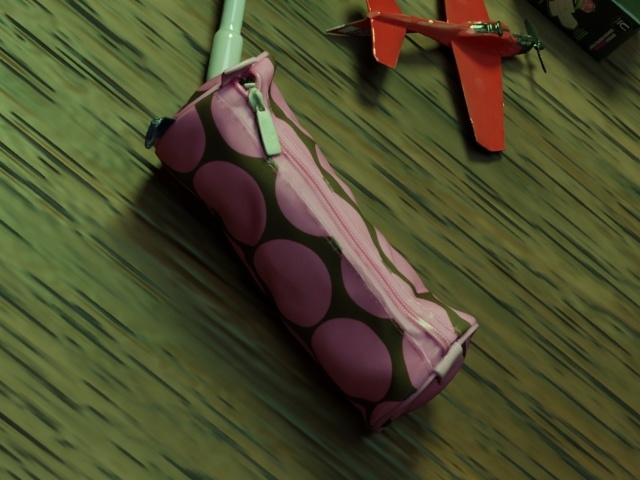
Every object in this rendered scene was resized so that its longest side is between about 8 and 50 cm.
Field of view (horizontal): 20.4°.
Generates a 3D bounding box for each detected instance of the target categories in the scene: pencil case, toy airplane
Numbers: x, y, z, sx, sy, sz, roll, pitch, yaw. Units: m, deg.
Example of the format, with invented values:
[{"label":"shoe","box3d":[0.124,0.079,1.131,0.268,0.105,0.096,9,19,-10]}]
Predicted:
[{"label":"pencil case","box3d":[0.000,0.000,0.956,0.095,0.098,0.209,-39,89,-35]},{"label":"toy airplane","box3d":[0.076,-0.130,1.097,0.151,0.028,0.151,12,61,-22]}]

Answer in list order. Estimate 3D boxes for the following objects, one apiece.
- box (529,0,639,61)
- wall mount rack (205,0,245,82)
[{"label":"box","box3d":[0.177,-0.171,1.154,0.083,0.052,0.062,41,57,-6]},{"label":"wall mount rack","box3d":[-0.095,-0.264,0.968,0.350,0.304,0.130,17,22,-27]}]
